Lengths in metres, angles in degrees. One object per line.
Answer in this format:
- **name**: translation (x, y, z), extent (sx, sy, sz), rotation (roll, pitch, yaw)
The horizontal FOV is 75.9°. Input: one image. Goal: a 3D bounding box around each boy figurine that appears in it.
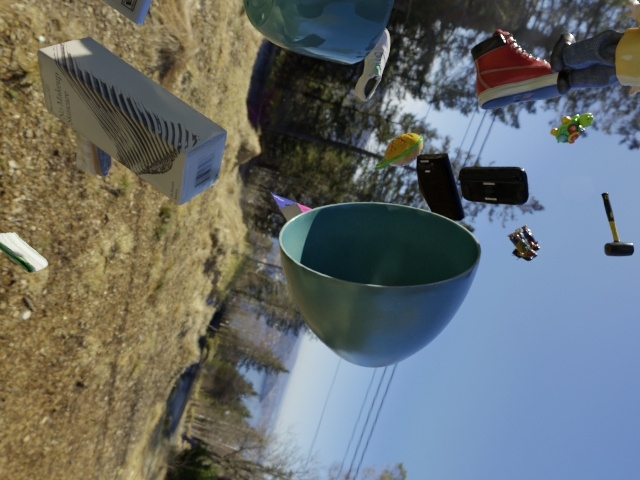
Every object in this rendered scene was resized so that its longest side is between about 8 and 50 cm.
- **boy figurine**: translation (0.529, -0.308, 0.651), extent (0.285, 0.177, 0.092), rotation (10, -116, 50)

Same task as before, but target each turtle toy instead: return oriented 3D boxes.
- **turtle toy**: translation (0.850, -0.376, 1.380), extent (0.130, 0.095, 0.066), rotation (122, -36, -44)

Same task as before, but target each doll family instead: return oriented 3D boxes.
- **doll family**: translation (0.660, 0.014, 1.320), extent (0.193, 0.111, 0.076), rotation (-21, 165, -44)

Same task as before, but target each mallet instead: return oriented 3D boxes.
- **mallet**: translation (0.790, -0.044, 1.125), extent (0.039, 0.062, 0.189), rotation (69, 14, -66)

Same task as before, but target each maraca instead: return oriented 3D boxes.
- **maraca**: translation (0.263, -0.294, 1.387), extent (0.186, 0.099, 0.127), rotation (-30, -167, 27)

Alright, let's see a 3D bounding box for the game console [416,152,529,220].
- **game console**: translation (0.424, -0.148, 1.181), extent (0.044, 0.213, 0.361), rotation (-35, -154, -23)

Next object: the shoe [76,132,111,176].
- **shoe**: translation (-0.451, -0.229, 0.802), extent (0.076, 0.058, 0.219), rotation (-83, -173, -60)

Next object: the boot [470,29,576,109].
- **boot**: translation (0.475, -0.410, 0.931), extent (0.088, 0.244, 0.176), rotation (33, 52, -76)

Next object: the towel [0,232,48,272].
- **towel**: translation (-0.671, 0.024, 0.920), extent (0.023, 0.113, 0.152), rotation (-49, -161, -16)

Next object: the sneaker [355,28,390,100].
- **sneaker**: translation (0.166, -0.526, 1.240), extent (0.094, 0.080, 0.212), rotation (-101, -158, -59)

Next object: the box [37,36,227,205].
- **box**: translation (-0.283, -0.183, 0.626), extent (0.094, 0.275, 0.113), rotation (-50, 170, -44)

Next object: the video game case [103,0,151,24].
- **video game case**: translation (-0.320, -0.488, 0.634), extent (0.212, 0.193, 0.023), rotation (-55, 180, 23)

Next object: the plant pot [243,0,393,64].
- **plant pot**: translation (-0.025, -0.536, 0.864), extent (0.293, 0.235, 0.292), rotation (24, -62, 55)

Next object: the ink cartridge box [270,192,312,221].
- **ink cartridge box**: translation (0.000, 0.000, 1.217), extent (0.069, 0.371, 0.176), rotation (-41, 158, 17)

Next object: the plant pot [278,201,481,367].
- **plant pot**: translation (0.082, 0.080, 0.645), extent (0.290, 0.290, 0.195), rotation (-66, 160, -64)
